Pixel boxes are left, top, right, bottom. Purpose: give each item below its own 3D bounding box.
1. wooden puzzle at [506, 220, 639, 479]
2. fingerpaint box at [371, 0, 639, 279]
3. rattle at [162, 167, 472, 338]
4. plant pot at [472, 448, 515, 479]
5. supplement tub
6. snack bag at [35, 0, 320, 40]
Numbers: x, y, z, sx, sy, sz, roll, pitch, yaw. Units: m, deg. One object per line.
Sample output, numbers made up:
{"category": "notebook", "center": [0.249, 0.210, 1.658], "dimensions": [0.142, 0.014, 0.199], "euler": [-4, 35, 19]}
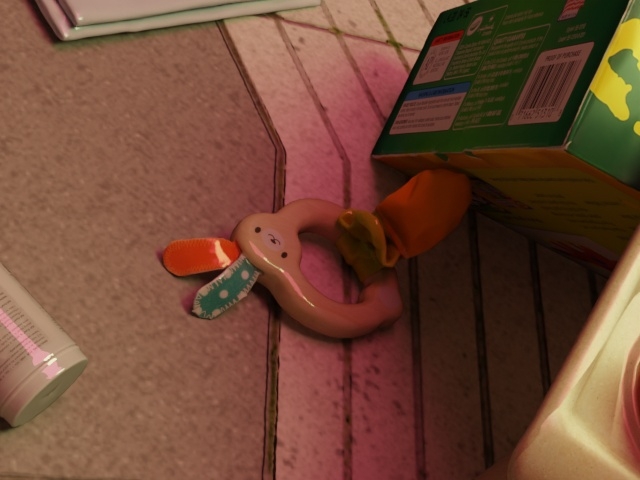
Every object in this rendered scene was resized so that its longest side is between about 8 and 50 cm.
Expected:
{"category": "wooden puzzle", "center": [0.321, 0.085, 0.902], "dimensions": [0.322, 0.080, 0.347], "euler": [36, 70, -7]}
{"category": "fingerpaint box", "center": [0.289, -0.057, 1.206], "dimensions": [0.371, 0.445, 0.163], "euler": [27, 86, -13]}
{"category": "rattle", "center": [0.000, 0.000, 1.179], "dimensions": [0.200, 0.143, 0.130], "euler": [14, 66, -33]}
{"category": "plant pot", "center": [0.217, 0.234, 1.026], "dimensions": [0.305, 0.334, 0.333], "euler": [-21, 68, -31]}
{"category": "supplement tub", "center": [-0.216, 0.064, 1.020], "dimensions": [0.107, 0.071, 0.071], "euler": [47, 43, 8]}
{"category": "snack bag", "center": [-0.189, -0.332, 1.401], "dimensions": [0.323, 0.037, 0.342], "euler": [-19, 67, -44]}
